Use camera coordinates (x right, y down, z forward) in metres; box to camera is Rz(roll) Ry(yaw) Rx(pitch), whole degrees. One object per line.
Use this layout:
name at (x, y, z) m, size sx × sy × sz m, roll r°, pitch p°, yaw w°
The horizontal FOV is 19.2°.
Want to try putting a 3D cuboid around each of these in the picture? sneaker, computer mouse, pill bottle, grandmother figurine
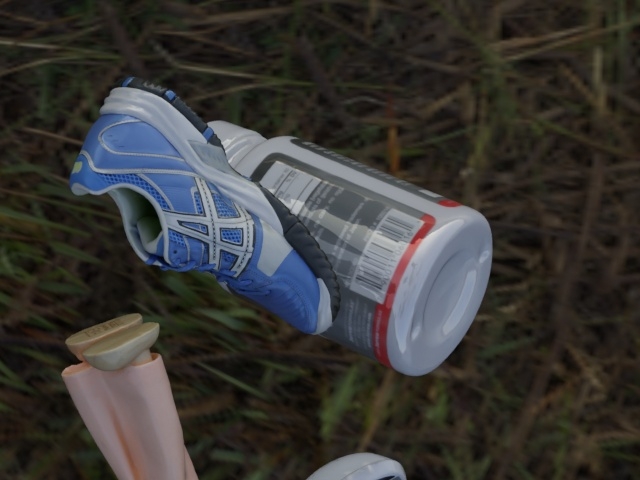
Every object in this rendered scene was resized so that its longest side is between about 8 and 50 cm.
sneaker at (-0.073, -0.006, 1.192) m, size 0.211 × 0.080 × 0.081 m, roll 44°, pitch 67°, yaw -21°
computer mouse at (0.013, 0.175, 1.109) m, size 0.106 × 0.042 × 0.193 m, roll -25°, pitch 146°, yaw -22°
pill bottle at (0.000, 0.000, 1.735) m, size 0.161 × 0.283 × 0.161 m, roll -42°, pitch 144°, yaw -40°
grandmother figurine at (-0.143, 0.242, 1.760) m, size 0.104 × 0.208 × 0.342 m, roll -20°, pitch 101°, yaw -9°
